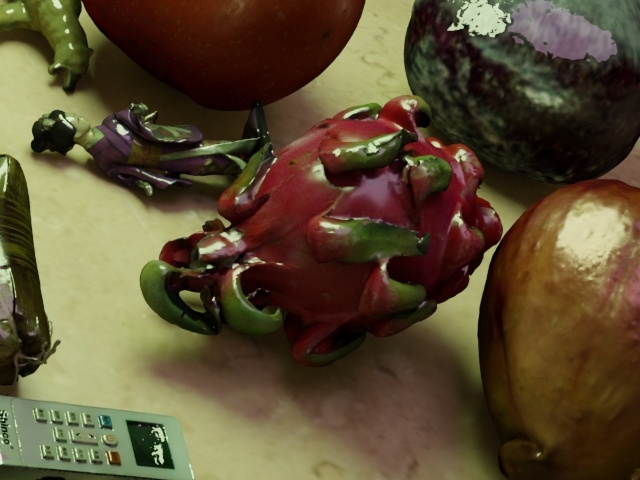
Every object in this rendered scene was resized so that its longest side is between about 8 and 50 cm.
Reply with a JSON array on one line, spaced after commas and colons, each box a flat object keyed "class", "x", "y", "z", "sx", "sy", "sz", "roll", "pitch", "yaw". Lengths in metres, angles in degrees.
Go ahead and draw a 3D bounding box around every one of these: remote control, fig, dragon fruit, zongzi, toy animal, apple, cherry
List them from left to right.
[{"class": "zongzi", "x": -0.286, "y": 0.030, "z": 1.031, "sx": 0.184, "sy": 0.084, "sz": 0.187, "roll": -5, "pitch": 50, "yaw": -18}, {"class": "toy animal", "x": -0.263, "y": -0.235, "z": 1.370, "sx": 0.101, "sy": 0.103, "sz": 0.219, "roll": 33, "pitch": 23, "yaw": -37}, {"class": "remote control", "x": -0.169, "y": 0.140, "z": 1.003, "sx": 0.166, "sy": 0.029, "sz": 0.065, "roll": 11, "pitch": 38, "yaw": -31}, {"class": "apple", "x": -0.093, "y": -0.243, "z": 1.329, "sx": 0.260, "sy": 0.216, "sz": 0.260, "roll": 38, "pitch": -2, "yaw": 2}, {"class": "dragon fruit", "x": 0.007, "y": 0.004, "z": 1.171, "sx": 0.198, "sy": 0.272, "sz": 0.218, "roll": 58, "pitch": 3, "yaw": -45}, {"class": "cherry", "x": 0.226, "y": -0.180, "z": 1.503, "sx": 0.296, "sy": 0.218, "sz": 0.255, "roll": 15, "pitch": 44, "yaw": -9}, {"class": "fig", "x": 0.227, "y": 0.085, "z": 1.184, "sx": 0.224, "sy": 0.224, "sz": 0.263, "roll": 12, "pitch": 61, "yaw": -22}]

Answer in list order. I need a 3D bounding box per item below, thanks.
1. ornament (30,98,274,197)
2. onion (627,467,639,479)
[{"class": "ornament", "x": -0.141, "y": -0.085, "z": 1.255, "sx": 0.203, "sy": 0.081, "sz": 0.088, "roll": 12, "pitch": 38, "yaw": -22}, {"class": "onion", "x": 0.315, "y": 0.292, "z": 0.895, "sx": 0.347, "sy": 0.348, "sz": 0.385, "roll": -8, "pitch": 62, "yaw": -40}]
